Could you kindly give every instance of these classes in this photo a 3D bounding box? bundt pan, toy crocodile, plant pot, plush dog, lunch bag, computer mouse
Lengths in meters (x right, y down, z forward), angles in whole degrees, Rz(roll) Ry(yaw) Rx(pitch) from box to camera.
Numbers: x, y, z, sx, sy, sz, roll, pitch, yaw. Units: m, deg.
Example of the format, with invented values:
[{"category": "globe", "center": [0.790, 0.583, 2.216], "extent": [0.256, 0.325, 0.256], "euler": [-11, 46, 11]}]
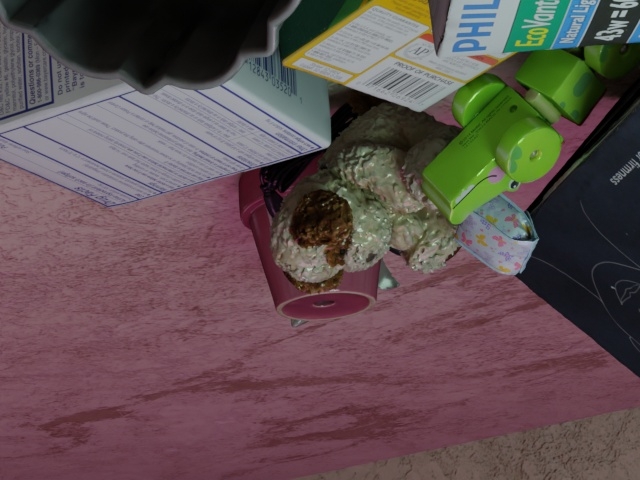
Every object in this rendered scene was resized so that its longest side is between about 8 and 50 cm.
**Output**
[{"category": "bundt pan", "center": [-0.133, -0.277, 1.259], "extent": [0.331, 0.124, 0.331], "euler": [16, 132, 18]}, {"category": "toy crocodile", "center": [0.237, -0.152, 1.747], "extent": [0.340, 0.115, 0.105], "euler": [-48, 135, 3]}, {"category": "plant pot", "center": [0.000, 0.000, 2.212], "extent": [0.201, 0.180, 0.201], "euler": [-5, 161, -2]}, {"category": "plush dog", "center": [0.037, -0.045, 1.914], "extent": [0.225, 0.210, 0.262], "euler": [-40, 163, -17]}, {"category": "lunch bag", "center": [0.194, -0.008, 1.861], "extent": [0.053, 0.083, 0.071], "euler": [-41, 162, -29]}, {"category": "computer mouse", "center": [0.045, -0.036, 2.076], "extent": [0.184, 0.060, 0.262], "euler": [-31, 130, 7]}]

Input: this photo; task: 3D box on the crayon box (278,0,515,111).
[{"category": "crayon box", "center": [0.137, -0.247, 1.632], "extent": [0.203, 0.083, 0.323], "euler": [14, 147, -43]}]

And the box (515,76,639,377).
[{"category": "box", "center": [0.506, -0.006, 1.805], "extent": [0.472, 0.297, 0.480], "euler": [41, 157, 3]}]

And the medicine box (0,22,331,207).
[{"category": "medicine box", "center": [-0.179, -0.162, 1.733], "extent": [0.289, 0.149, 0.263], "euler": [-14, 160, 25]}]

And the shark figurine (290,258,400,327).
[{"category": "shark figurine", "center": [0.086, 0.018, 2.375], "extent": [0.278, 0.166, 0.116], "euler": [-39, 107, 22]}]

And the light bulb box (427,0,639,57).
[{"category": "light bulb box", "center": [0.262, -0.317, 1.276], "extent": [0.361, 0.225, 0.358], "euler": [-5, 161, -3]}]
